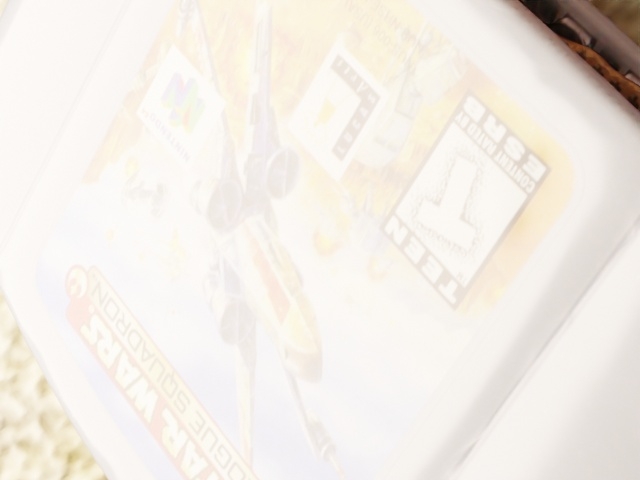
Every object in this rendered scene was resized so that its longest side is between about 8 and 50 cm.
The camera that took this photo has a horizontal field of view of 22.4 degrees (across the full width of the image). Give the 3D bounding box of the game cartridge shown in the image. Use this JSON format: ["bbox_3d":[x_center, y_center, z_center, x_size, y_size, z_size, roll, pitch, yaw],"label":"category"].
[{"bbox_3d":[0.000,0.000,0.455,0.297,0.062,0.198,48,116,31],"label":"game cartridge"}]
